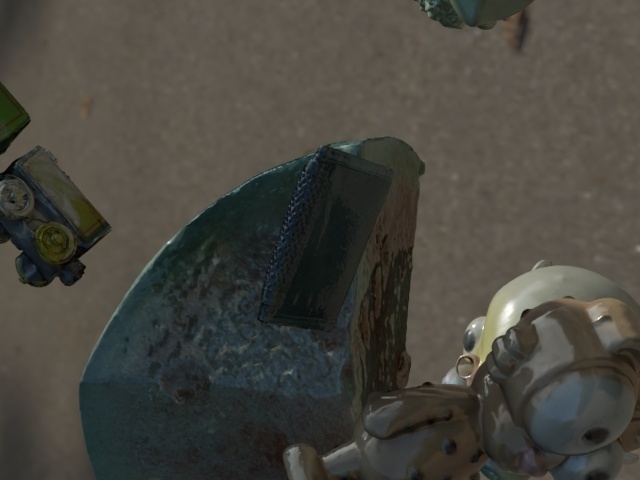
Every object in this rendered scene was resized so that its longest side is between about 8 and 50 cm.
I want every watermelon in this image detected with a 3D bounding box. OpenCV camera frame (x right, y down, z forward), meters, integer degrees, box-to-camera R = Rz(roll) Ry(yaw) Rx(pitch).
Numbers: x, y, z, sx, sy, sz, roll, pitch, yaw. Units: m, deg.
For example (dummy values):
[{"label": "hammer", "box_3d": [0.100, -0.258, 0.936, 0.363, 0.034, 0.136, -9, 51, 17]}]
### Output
[{"label": "watermelon", "box_3d": [-0.021, 0.099, 1.466, 0.387, 0.228, 0.258, -48, 63, 20]}]

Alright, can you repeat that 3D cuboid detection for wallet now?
[{"label": "wallet", "box_3d": [0.000, 0.000, 1.252, 0.026, 0.088, 0.129, 26, 98, 36]}]

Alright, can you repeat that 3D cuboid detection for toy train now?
[{"label": "toy train", "box_3d": [-0.232, -0.055, 1.297, 0.081, 0.202, 0.060, -44, 6, -38]}]

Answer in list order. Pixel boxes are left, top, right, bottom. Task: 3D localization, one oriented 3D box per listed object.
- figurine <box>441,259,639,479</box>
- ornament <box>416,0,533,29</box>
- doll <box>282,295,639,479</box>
[{"label": "figurine", "box_3d": [0.185, 0.196, 1.831, 0.394, 0.274, 0.227, -36, 53, 24]}, {"label": "ornament", "box_3d": [0.149, -0.258, 1.654, 0.120, 0.130, 0.285, 58, -179, -4]}, {"label": "doll", "box_3d": [0.114, 0.138, 1.285, 0.278, 0.154, 0.119, -28, 47, 11]}]
